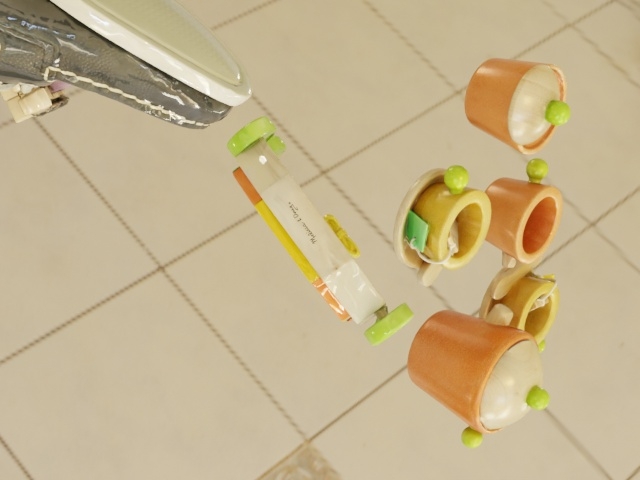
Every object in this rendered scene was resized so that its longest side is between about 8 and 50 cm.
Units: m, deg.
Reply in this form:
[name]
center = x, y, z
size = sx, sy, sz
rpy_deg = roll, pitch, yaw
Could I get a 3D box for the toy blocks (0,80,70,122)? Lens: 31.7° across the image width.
[toy blocks]
center = -0.208, -0.280, 0.901
size = 0.260, 0.288, 0.309
rpy_deg = -23, 101, 8

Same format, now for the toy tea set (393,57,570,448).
[toy tea set]
center = 0.166, 0.016, 0.948
size = 0.124, 0.336, 0.200
rpy_deg = 25, 50, 36

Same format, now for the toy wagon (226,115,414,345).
[toy wagon]
center = 0.000, 0.000, 1.285
size = 0.068, 0.344, 0.267
rpy_deg = -36, 85, 0

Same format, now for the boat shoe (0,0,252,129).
[boat shoe]
center = -0.182, -0.135, 0.612
size = 0.302, 0.091, 0.114
rpy_deg = 31, 20, -15
